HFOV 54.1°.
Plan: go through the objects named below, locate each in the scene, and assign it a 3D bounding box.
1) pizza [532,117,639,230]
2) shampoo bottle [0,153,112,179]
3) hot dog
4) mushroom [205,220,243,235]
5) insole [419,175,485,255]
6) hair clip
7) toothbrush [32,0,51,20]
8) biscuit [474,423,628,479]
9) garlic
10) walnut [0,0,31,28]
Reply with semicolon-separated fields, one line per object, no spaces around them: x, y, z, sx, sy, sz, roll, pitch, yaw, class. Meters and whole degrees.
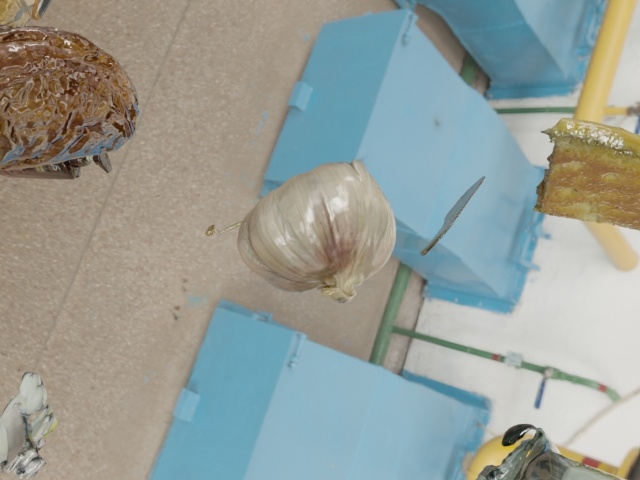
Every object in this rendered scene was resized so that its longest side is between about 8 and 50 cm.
0.366;-0.076;0.812;0.292;0.197;0.058;25;68;-25;pizza
-0.525;-0.156;1.230;0.068;0.236;0.067;60;34;-57;shampoo bottle
-0.388;-0.155;0.684;0.387;0.266;0.175;-29;124;-53;hot dog
-0.132;-0.070;1.438;0.286;0.026;0.028;-23;89;-1;mushroom
0.269;-0.059;1.245;0.009;0.119;0.348;42;36;4;insole
-0.428;0.268;0.886;0.116;0.172;0.049;-45;127;-7;hair clip
-0.359;-0.475;0.925;0.031;0.023;0.321;23;97;-48;toothbrush
0.208;0.212;0.327;0.186;0.308;0.079;-41;129;-38;biscuit
-0.007;-0.014;1.237;0.321;0.241;0.322;-7;128;-9;garlic
-0.612;-0.404;1.038;0.244;0.198;0.198;8;91;-30;walnut
